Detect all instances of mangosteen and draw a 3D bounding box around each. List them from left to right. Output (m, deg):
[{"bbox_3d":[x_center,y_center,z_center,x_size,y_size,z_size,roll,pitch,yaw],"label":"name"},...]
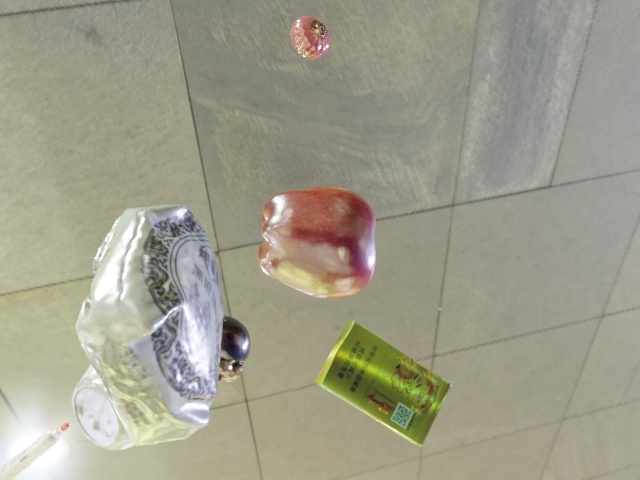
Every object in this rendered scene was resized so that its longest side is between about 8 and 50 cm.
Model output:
[{"bbox_3d":[-0.326,0.360,1.948,0.211,0.250,0.211,2,141,1],"label":"mangosteen"}]

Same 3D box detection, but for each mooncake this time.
[{"bbox_3d":[-0.204,0.105,0.814,0.136,0.250,0.254,-9,130,6],"label":"mooncake"}]

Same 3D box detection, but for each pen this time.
[{"bbox_3d":[-0.415,0.308,0.841,0.218,0.026,0.026,-39,130,12],"label":"pen"}]

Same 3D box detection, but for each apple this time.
[{"bbox_3d":[0.000,0.000,1.586,0.317,0.288,0.288,10,126,-8],"label":"apple"}]

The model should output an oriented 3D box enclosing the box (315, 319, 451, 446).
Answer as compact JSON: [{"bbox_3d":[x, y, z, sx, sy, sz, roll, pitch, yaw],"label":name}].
[{"bbox_3d":[0.155,0.344,1.482,0.311,0.043,0.173,34,74,-15],"label":"box"}]

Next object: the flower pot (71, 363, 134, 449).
[{"bbox_3d":[-0.485,0.392,1.544,0.195,0.246,0.246,-27,150,-55],"label":"flower pot"}]

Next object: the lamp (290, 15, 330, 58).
[{"bbox_3d":[-0.026,-0.509,1.551,0.107,0.107,0.092,27,148,-34],"label":"lamp"}]
